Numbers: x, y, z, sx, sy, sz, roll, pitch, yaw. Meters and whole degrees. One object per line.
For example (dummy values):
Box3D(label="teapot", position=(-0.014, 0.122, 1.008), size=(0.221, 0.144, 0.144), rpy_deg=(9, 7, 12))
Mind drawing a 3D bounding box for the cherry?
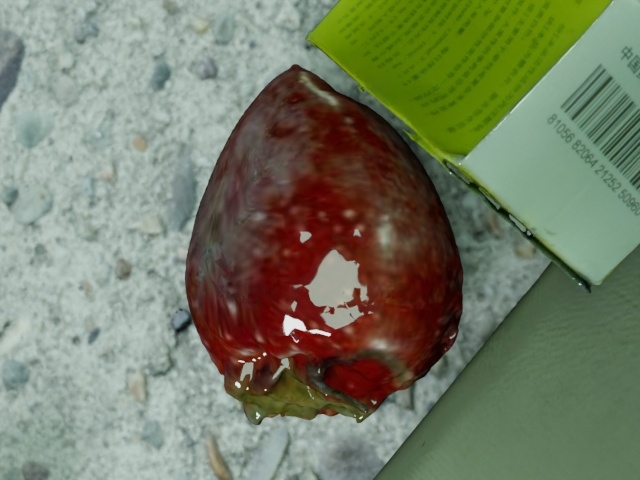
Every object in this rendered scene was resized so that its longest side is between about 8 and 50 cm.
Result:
Box3D(label="cherry", position=(0.000, 0.000, 0.782), size=(0.175, 0.192, 0.250), rpy_deg=(-5, 79, -25))

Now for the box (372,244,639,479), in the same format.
Box3D(label="box", position=(0.221, 0.191, 0.691), size=(0.352, 0.177, 0.344), rpy_deg=(40, 97, 32))

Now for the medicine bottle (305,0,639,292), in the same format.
Box3D(label="medicine bottle", position=(0.117, -0.101, 0.711), size=(0.141, 0.250, 0.137), rpy_deg=(-47, 123, 7))
